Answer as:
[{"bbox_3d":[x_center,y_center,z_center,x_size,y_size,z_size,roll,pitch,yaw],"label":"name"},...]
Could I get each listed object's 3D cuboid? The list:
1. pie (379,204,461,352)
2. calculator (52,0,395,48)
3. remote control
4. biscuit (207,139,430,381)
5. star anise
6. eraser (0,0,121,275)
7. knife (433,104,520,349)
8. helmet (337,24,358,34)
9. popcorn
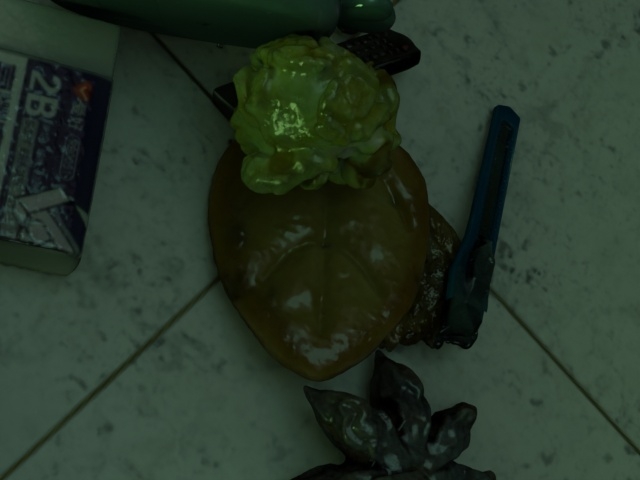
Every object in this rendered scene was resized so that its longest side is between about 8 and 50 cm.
[{"bbox_3d":[0.093,0.034,1.044,0.092,0.034,0.170,24,59,-13],"label":"pie"},{"bbox_3d":[-0.084,-0.198,0.948,0.299,0.185,0.041,7,86,-4],"label":"calculator"},{"bbox_3d":[0.000,-0.153,1.058,0.212,0.028,0.059,-23,45,-28],"label":"remote control"},{"bbox_3d":[0.002,-0.002,0.989,0.203,0.041,0.260,10,61,-12],"label":"biscuit"},{"bbox_3d":[0.058,0.212,0.941,0.230,0.081,0.262,52,58,-12],"label":"star anise"},{"bbox_3d":[-0.239,-0.087,0.919,0.124,0.068,0.210,12,68,-17],"label":"eraser"},{"bbox_3d":[0.152,-0.019,1.071,0.044,0.026,0.296,26,56,-14],"label":"knife"},{"bbox_3d":[0.026,-0.243,1.099,0.084,0.049,0.065,-56,136,-4],"label":"helmet"},{"bbox_3d":[-0.007,-0.108,0.944,0.162,0.141,0.135,-30,51,-14],"label":"popcorn"}]
